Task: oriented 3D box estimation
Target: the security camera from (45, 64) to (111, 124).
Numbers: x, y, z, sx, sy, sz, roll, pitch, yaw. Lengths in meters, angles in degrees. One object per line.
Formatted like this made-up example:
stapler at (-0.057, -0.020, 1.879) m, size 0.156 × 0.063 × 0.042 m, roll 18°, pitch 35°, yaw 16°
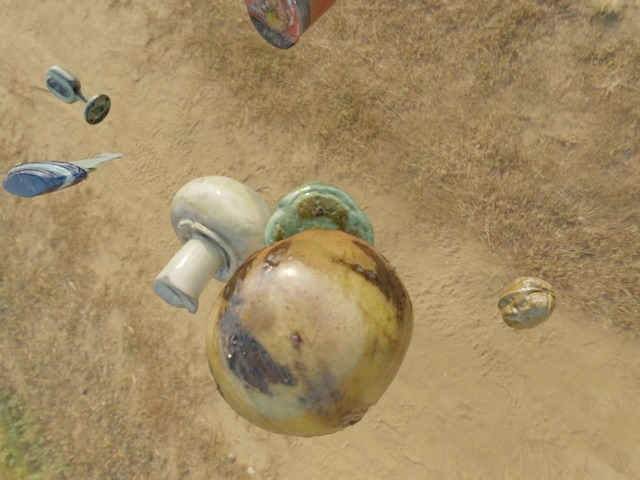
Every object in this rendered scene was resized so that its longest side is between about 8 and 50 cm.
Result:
security camera at (-0.388, -0.230, 0.635) m, size 0.092 × 0.058 × 0.058 m, roll 31°, pitch 101°, yaw -5°

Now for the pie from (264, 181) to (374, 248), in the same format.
pie at (0.000, 0.000, 0.841) m, size 0.241 × 0.054 × 0.240 m, roll -1°, pitch 101°, yaw -4°

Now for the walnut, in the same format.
walnut at (0.335, 0.103, 0.664) m, size 0.083 × 0.096 × 0.078 m, roll 19°, pitch 53°, yaw -11°

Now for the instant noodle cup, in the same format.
instant noodle cup at (-0.041, -0.424, 0.702) m, size 0.127 × 0.127 × 0.135 m, roll 31°, pitch 63°, yaw 24°

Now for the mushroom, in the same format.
mushroom at (-0.268, 0.013, 1.015) m, size 0.315 × 0.336 × 0.314 m, roll 17°, pitch 138°, yaw 15°

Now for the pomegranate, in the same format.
pomegranate at (-0.016, 0.131, 0.613) m, size 0.322 × 0.322 × 0.322 m, roll -2°, pitch 86°, yaw 25°

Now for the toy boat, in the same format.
toy boat at (-0.590, -0.183, 0.963) m, size 0.221 × 0.291 × 0.066 m, roll 0°, pitch 118°, yaw 16°
